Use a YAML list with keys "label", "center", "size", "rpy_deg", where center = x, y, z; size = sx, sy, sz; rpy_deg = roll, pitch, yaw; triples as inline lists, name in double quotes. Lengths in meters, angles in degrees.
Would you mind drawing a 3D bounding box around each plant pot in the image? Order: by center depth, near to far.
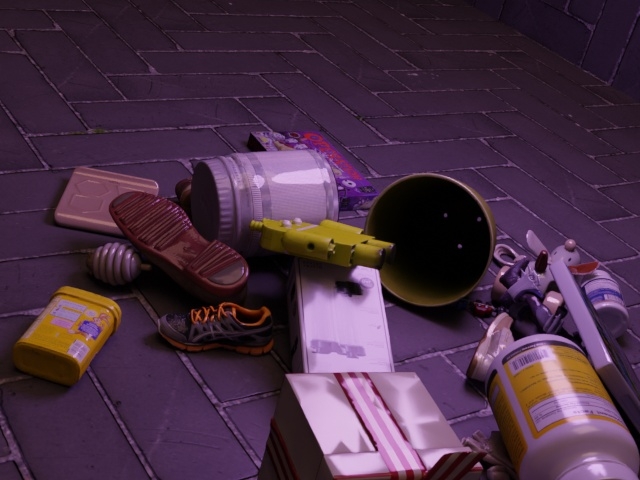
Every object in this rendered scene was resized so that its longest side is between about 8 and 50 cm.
- label: "plant pot"
  center: [0.271, -0.018, 2.076]
  size: [0.274, 0.275, 0.293]
  rpy_deg: [25, 16, 18]

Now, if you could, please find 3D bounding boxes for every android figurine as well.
- label: "android figurine"
  center: [0.000, 0.000, 1.809]
  size: [0.272, 0.056, 0.248]
  rpy_deg: [14, 10, 18]

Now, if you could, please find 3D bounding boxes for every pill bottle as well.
- label: "pill bottle"
  center: [0.390, 0.316, 1.524]
  size: [0.187, 0.188, 0.334]
  rpy_deg: [9, 29, -11]
- label: "pill bottle"
  center: [0.619, 0.136, 2.100]
  size: [0.094, 0.094, 0.169]
  rpy_deg: [15, 29, 0]

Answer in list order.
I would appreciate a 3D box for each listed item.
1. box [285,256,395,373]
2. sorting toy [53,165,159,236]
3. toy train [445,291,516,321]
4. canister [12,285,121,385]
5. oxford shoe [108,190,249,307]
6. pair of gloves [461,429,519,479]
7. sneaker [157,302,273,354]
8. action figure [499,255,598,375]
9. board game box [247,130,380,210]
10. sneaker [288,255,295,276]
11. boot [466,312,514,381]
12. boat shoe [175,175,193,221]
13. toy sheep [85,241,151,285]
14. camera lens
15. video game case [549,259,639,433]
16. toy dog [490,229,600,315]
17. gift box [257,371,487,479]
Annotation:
- label: "box"
  center: [0.031, 0.170, 1.713]
  size: [0.169, 0.087, 0.290]
  rpy_deg: [6, 45, -15]
- label: "sorting toy"
  center: [-0.455, -0.077, 2.047]
  size: [0.193, 0.038, 0.208]
  rpy_deg: [11, 34, -7]
- label: "toy train"
  center: [0.341, 0.145, 2.029]
  size: [0.158, 0.027, 0.036]
  rpy_deg: [16, 40, 1]
- label: "canister"
  center: [-0.427, 0.160, 1.609]
  size: [0.126, 0.073, 0.170]
  rpy_deg: [17, 31, 4]
- label: "oxford shoe"
  center: [-0.282, 0.030, 1.852]
  size: [0.348, 0.130, 0.123]
  rpy_deg: [37, 57, 26]
- label: "pair of gloves"
  center: [0.299, 0.398, 1.560]
  size: [0.204, 0.042, 0.240]
  rpy_deg: [29, 31, 24]
- label: "sneaker"
  center: [-0.187, 0.149, 1.726]
  size: [0.214, 0.083, 0.084]
  rpy_deg: [5, 32, -15]
- label: "action figure"
  center: [0.458, 0.171, 1.887]
  size: [0.099, 0.185, 0.285]
  rpy_deg: [-34, 51, 1]
- label: "board game box"
  center: [-0.021, -0.180, 2.404]
  size: [0.208, 0.056, 0.347]
  rpy_deg: [-1, 32, -33]
- label: "sneaker"
  center: [0.002, 0.103, 1.902]
  size: [0.090, 0.081, 0.232]
  rpy_deg: [5, 38, -23]
- label: "boot"
  center: [0.386, 0.232, 1.851]
  size: [0.165, 0.077, 0.213]
  rpy_deg: [25, 32, 14]
- label: "boat shoe"
  center: [-0.161, -0.121, 2.163]
  size: [0.342, 0.123, 0.123]
  rpy_deg: [-11, 30, -20]
- label: "toy sheep"
  center: [-0.384, 0.045, 1.815]
  size: [0.132, 0.091, 0.091]
  rpy_deg: [0, 28, 10]
- label: "camera lens"
  center: [-0.112, -0.077, 1.996]
  size: [0.274, 0.219, 0.219]
  rpy_deg: [-5, 35, -24]
- label: "video game case"
  center: [0.544, 0.228, 1.778]
  size: [0.300, 0.036, 0.329]
  rpy_deg: [51, 17, -26]
- label: "toy dog"
  center: [0.503, 0.054, 2.120]
  size: [0.220, 0.161, 0.334]
  rpy_deg: [17, 30, 3]
- label: "gift box"
  center: [0.082, 0.340, 1.350]
  size: [0.276, 0.255, 0.258]
  rpy_deg: [-1, 31, -20]
